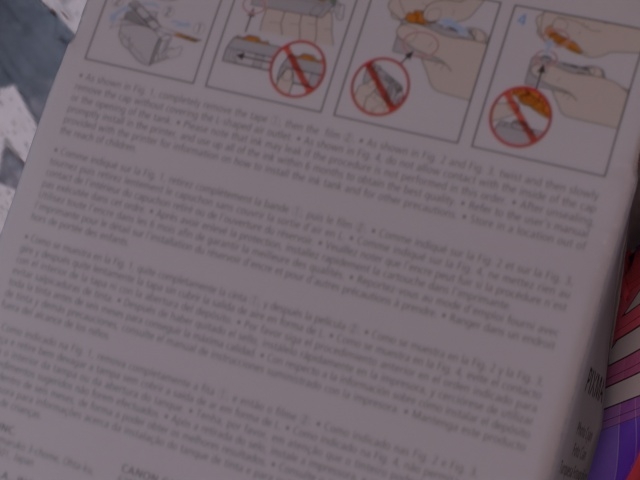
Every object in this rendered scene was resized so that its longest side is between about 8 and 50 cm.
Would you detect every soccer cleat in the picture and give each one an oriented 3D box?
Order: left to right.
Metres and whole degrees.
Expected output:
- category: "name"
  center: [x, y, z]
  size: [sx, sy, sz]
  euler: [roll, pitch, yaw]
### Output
- category: "soccer cleat"
  center: [0.151, 0.067, 0.800]
  size: [0.095, 0.083, 0.248]
  euler: [26, 126, 22]

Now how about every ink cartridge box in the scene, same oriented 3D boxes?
- category: "ink cartridge box"
  center: [0.000, 0.000, 0.783]
  size: [0.308, 0.091, 0.385]
  euler: [15, 81, 22]
